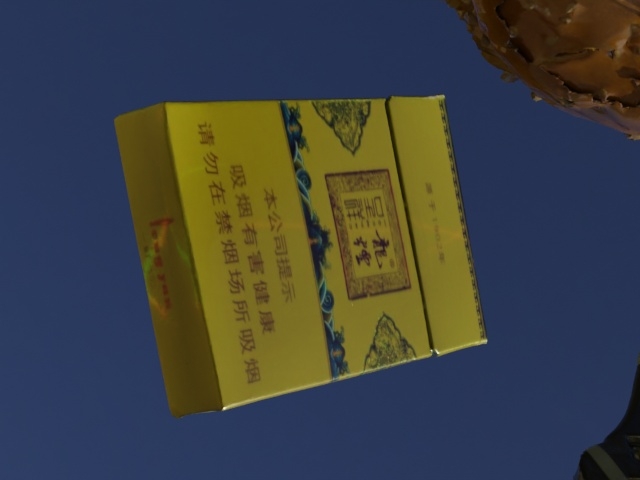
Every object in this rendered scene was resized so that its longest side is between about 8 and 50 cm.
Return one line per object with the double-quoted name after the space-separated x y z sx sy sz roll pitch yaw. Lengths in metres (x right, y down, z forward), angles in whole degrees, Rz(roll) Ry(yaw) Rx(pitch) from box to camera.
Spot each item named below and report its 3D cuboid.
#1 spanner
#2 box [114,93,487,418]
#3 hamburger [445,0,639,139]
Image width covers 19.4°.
0.258 0.098 1.397 0.087 0.316 0.024 17 -49 9 "spanner"
-0.001 0.000 1.017 0.041 0.279 0.153 -13 -93 33 "box"
0.175 -0.171 0.959 0.261 0.211 0.245 -3 -66 4 "hamburger"
